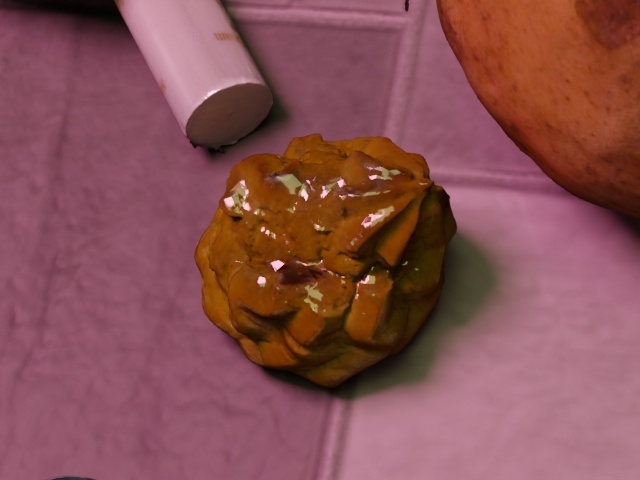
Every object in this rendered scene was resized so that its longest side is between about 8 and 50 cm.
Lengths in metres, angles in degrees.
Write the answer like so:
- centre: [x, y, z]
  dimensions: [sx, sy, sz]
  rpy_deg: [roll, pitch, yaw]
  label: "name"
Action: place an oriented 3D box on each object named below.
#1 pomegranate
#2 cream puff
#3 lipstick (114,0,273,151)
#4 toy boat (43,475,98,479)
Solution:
- centre: [0.199, -0.145, 0.895]
  dimensions: [0.281, 0.281, 0.281]
  rpy_deg: [-5, 63, 9]
  label: "pomegranate"
- centre: [0.000, 0.000, 0.944]
  dimensions: [0.146, 0.116, 0.146]
  rpy_deg: [-3, 65, 6]
  label: "cream puff"
- centre: [-0.106, -0.171, 1.079]
  dimensions: [0.059, 0.059, 0.264]
  rpy_deg: [-28, 63, -3]
  label: "lipstick"
- centre: [-0.102, 0.160, 0.918]
  dimensions: [0.141, 0.060, 0.055]
  rpy_deg: [28, 73, 30]
  label: "toy boat"
